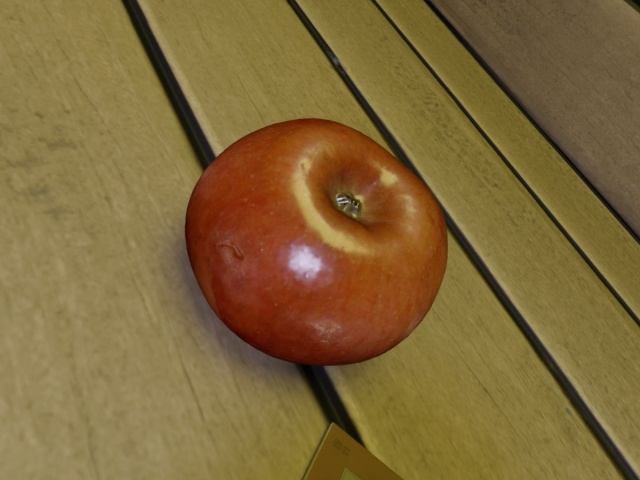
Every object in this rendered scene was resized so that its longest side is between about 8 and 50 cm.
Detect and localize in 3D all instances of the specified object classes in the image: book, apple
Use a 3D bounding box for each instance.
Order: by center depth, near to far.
[{"bbox_3d":[0.022,0.264,0.421,0.118,0.012,0.172,41,39,0],"label":"book"},{"bbox_3d":[0.000,0.000,0.503,0.272,0.206,0.251,41,42,-2],"label":"apple"}]
